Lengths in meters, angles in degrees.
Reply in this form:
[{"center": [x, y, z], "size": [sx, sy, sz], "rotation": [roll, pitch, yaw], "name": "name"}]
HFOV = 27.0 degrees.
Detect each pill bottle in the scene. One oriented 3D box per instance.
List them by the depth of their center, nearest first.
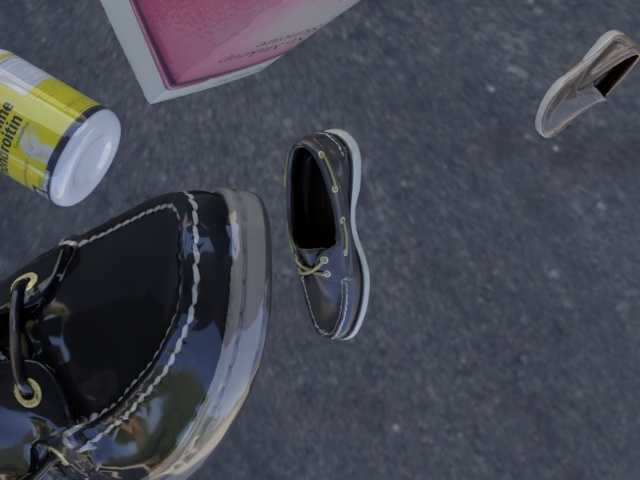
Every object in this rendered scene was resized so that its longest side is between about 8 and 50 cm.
[{"center": [-0.289, -0.117, 1.259], "size": [0.184, 0.103, 0.103], "rotation": [30, 104, 11], "name": "pill bottle"}]

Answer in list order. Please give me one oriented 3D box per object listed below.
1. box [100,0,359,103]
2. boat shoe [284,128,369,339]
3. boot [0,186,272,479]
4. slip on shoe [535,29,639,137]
[{"center": [-0.068, -0.232, 1.177], "size": [0.149, 0.232, 0.127], "rotation": [-23, 88, -39], "name": "box"}, {"center": [0.000, 0.000, 1.400], "size": [0.081, 0.069, 0.227], "rotation": [5, 103, 37], "name": "boat shoe"}, {"center": [-0.221, 0.058, 0.692], "size": [0.284, 0.377, 0.138], "rotation": [14, 64, -30], "name": "boot"}, {"center": [0.282, -0.159, 1.404], "size": [0.135, 0.041, 0.051], "rotation": [-47, 140, 9], "name": "slip on shoe"}]
